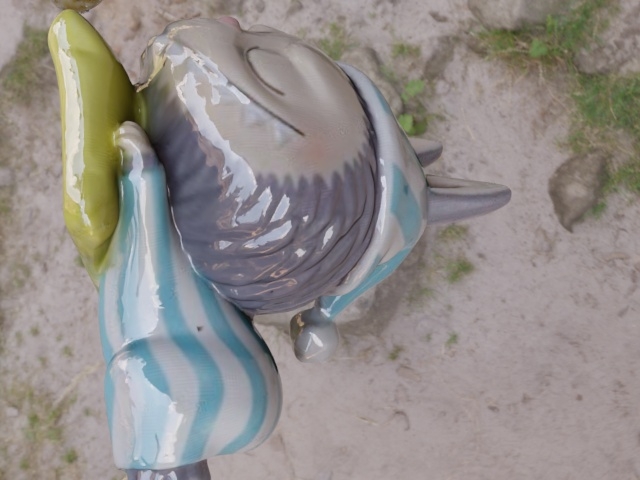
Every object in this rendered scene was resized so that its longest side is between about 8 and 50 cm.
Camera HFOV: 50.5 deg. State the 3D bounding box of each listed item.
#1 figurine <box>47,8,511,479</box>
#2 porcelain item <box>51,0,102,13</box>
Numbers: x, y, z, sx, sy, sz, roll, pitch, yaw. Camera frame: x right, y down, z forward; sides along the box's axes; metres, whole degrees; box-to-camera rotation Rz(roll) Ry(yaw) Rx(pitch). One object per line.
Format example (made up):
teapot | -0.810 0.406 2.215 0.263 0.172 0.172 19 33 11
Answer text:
figurine | 0.000 0.000 0.551 0.377 0.266 0.362 -7 85 -10
porcelain item | -0.215 -0.321 0.768 0.084 0.054 0.213 -1 36 28
